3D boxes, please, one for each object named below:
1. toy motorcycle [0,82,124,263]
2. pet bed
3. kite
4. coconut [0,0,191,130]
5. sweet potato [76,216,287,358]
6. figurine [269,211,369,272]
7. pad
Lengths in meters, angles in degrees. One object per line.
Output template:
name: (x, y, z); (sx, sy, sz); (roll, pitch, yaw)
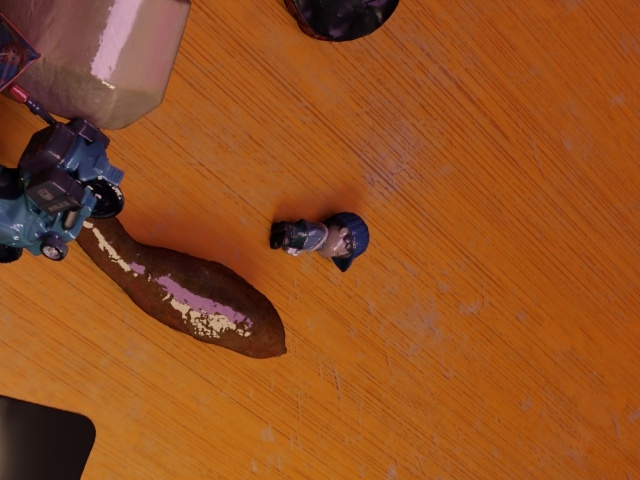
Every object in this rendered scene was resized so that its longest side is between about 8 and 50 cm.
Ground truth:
toy motorcycle: (-0.340, -0.059, 1.619); (0.182, 0.272, 0.123); (44, 44, -29)
pet bed: (0.028, -0.353, 1.920); (0.201, 0.053, 0.201); (-10, 107, -34)
kite: (-0.369, -0.193, 1.524); (0.159, 0.010, 0.190); (3, 85, -12)
coconut: (-0.254, -0.246, 1.639); (0.241, 0.241, 0.241); (-11, 109, -34)
sweet potato: (-0.195, 0.045, 1.836); (0.385, 0.109, 0.109); (33, 82, -26)
figurine: (0.000, -0.009, 1.991); (0.136, 0.077, 0.079); (18, 73, -26)
pad: (-0.407, 0.275, 1.800); (0.267, 0.004, 0.181); (21, 89, -39)
